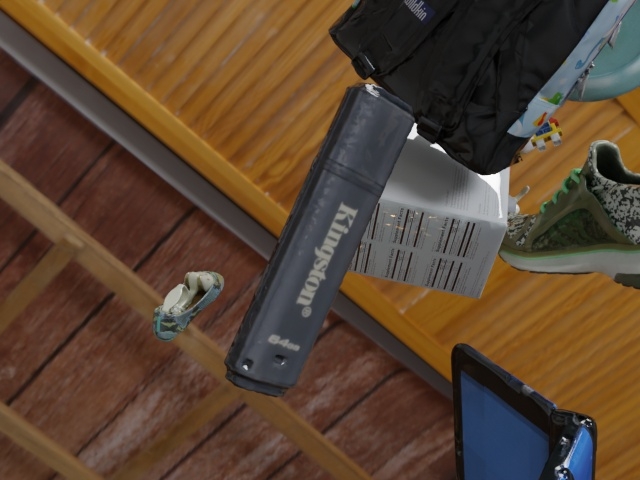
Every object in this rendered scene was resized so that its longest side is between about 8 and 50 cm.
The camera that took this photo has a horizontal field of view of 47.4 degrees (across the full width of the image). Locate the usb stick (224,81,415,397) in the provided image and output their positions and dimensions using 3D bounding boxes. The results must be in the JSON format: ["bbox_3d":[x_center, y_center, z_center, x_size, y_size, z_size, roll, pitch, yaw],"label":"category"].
[{"bbox_3d":[0.000,0.000,0.623,0.045,0.077,0.278,26,92,47],"label":"usb stick"}]

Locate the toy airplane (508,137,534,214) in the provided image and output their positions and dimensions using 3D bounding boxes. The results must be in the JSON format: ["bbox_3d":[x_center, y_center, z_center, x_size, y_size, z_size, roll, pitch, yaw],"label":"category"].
[{"bbox_3d":[0.348,-0.229,1.639,0.272,0.386,0.384,-10,27,25],"label":"toy airplane"}]

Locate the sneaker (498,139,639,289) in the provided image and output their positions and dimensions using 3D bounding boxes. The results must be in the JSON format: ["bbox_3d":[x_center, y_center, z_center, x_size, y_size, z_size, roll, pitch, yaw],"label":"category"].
[{"bbox_3d":[0.386,-0.049,1.010,0.158,0.182,0.410,-13,9,-25],"label":"sneaker"}]

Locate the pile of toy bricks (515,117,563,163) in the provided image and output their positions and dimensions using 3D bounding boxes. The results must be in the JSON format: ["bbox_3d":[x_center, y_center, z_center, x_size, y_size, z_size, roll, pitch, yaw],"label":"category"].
[{"bbox_3d":[0.370,-0.223,1.484,0.212,0.118,0.105,-21,50,19],"label":"pile of toy bricks"}]

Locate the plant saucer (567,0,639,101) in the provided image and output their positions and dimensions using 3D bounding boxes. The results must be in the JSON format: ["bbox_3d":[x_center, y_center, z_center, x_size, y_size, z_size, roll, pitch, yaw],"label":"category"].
[{"bbox_3d":[0.589,-0.447,1.575,0.317,0.044,0.318,-10,64,20],"label":"plant saucer"}]

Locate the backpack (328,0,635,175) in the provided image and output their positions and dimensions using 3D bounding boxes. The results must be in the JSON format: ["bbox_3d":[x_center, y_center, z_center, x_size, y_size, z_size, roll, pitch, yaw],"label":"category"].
[{"bbox_3d":[0.224,-0.302,0.813,0.273,0.290,0.356,-25,-27,-42],"label":"backpack"}]

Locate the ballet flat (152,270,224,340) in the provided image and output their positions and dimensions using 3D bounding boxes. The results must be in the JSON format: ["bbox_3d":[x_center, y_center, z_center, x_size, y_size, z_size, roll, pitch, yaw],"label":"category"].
[{"bbox_3d":[-0.219,0.091,1.228,0.070,0.070,0.188,-34,14,36],"label":"ballet flat"}]

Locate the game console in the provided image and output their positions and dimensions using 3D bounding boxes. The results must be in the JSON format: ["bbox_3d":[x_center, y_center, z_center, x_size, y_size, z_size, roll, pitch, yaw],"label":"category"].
[{"bbox_3d":[0.161,0.291,0.692,0.173,0.293,0.250,7,27,32],"label":"game console"}]

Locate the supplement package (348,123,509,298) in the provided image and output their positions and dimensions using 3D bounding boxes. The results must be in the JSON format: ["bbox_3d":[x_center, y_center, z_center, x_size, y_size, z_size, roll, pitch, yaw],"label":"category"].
[{"bbox_3d":[0.136,-0.056,0.981,0.149,0.203,0.194,97,-173,-46],"label":"supplement package"}]
